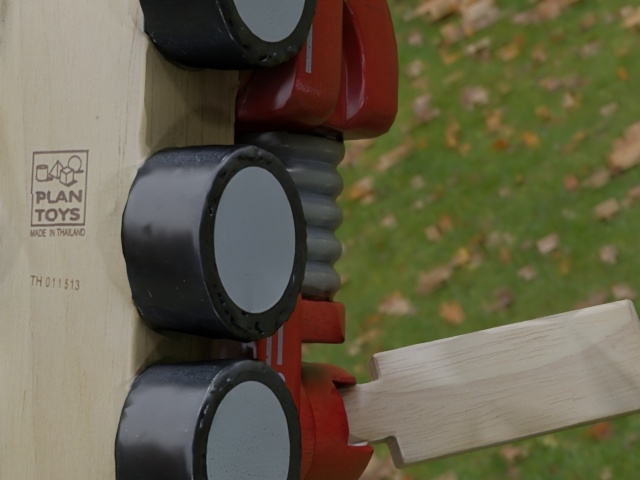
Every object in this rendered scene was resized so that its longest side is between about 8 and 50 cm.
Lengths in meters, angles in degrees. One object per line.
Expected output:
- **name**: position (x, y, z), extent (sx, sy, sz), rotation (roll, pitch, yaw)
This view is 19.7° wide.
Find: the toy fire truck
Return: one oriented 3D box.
- **toy fire truck**: position (0.000, 0.000, 0.627), extent (0.158, 0.217, 0.246), rotation (-2, -6, 31)
